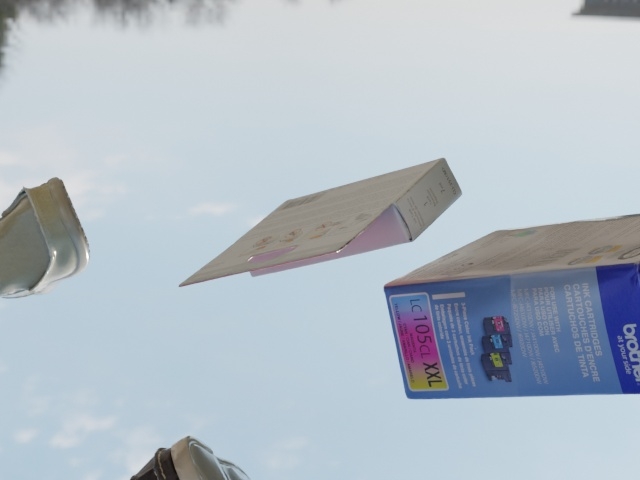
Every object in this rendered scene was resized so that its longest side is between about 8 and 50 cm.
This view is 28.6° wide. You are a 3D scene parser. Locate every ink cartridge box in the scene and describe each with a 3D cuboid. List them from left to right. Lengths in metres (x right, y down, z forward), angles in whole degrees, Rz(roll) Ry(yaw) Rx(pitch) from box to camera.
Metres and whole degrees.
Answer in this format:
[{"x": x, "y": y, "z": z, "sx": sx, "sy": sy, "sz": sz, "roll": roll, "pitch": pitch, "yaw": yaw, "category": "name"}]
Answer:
[{"x": 0.000, "y": 0.000, "z": 1.505, "sx": 0.275, "sy": 0.060, "sz": 0.239, "roll": -13, "pitch": -160, "yaw": 43, "category": "ink cartridge box"}, {"x": 0.309, "y": 0.067, "z": 1.409, "sx": 0.395, "sy": 0.151, "sz": 0.270, "roll": -9, "pitch": -171, "yaw": 42, "category": "ink cartridge box"}]

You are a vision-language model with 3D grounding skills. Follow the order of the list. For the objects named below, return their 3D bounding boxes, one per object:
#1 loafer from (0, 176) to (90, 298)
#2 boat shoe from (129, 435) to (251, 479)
[{"x": -0.323, "y": 0.013, "z": 1.370, "sx": 0.092, "sy": 0.102, "sz": 0.268, "roll": -20, "pitch": 169, "yaw": -28, "category": "loafer"}, {"x": -0.076, "y": 0.191, "z": 0.847, "sx": 0.065, "sy": 0.206, "sz": 0.075, "roll": -29, "pitch": -122, "yaw": 1, "category": "boat shoe"}]
